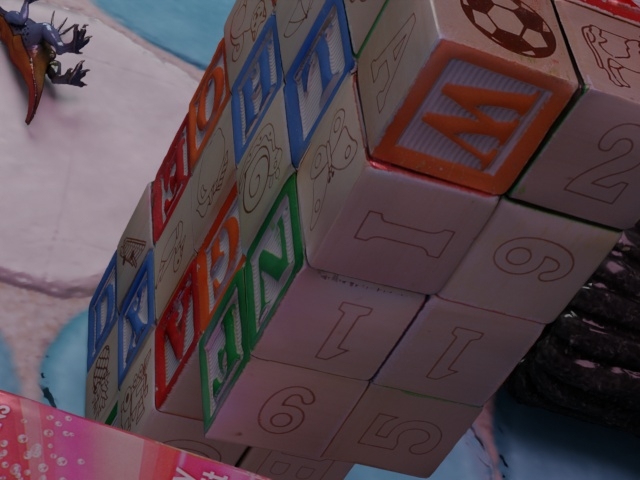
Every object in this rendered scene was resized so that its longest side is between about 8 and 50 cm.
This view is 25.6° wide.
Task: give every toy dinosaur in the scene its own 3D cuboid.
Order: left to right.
[{"bbox_3d":[-0.161,-0.114,0.755,0.082,0.047,0.090,23,46,21],"label":"toy dinosaur"}]

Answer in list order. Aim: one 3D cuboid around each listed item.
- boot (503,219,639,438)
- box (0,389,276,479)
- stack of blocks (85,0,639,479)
[{"bbox_3d":[0.246,0.002,0.802,0.260,0.131,0.348,26,39,-4],"label":"boot"},{"bbox_3d":[-0.091,0.197,0.325,0.154,0.142,0.300,19,44,-3],"label":"box"},{"bbox_3d":[0.000,0.000,0.518,0.087,0.297,0.171,15,41,-21],"label":"stack of blocks"}]
